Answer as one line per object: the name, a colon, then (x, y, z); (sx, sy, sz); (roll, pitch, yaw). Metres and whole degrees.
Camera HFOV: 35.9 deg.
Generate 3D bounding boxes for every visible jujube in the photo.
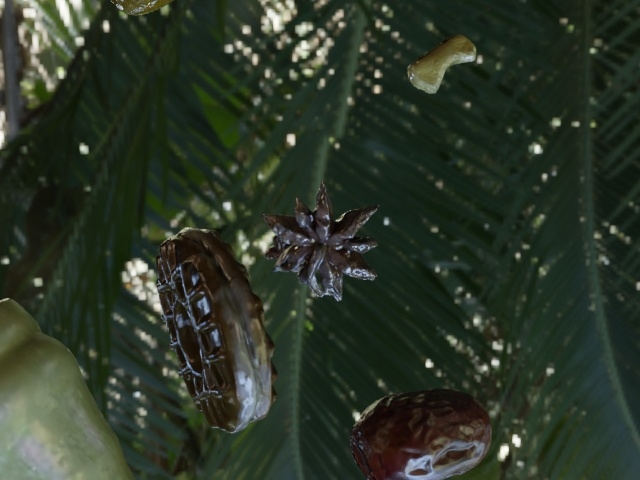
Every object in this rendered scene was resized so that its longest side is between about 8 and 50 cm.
jujube: (0.173, 0.341, 1.720); (0.243, 0.183, 0.183); (-15, -159, -21)

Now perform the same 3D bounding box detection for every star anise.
star anise: (-0.069, 0.014, 2.259); (0.097, 0.191, 0.070); (42, -131, 10)
star anise: (0.000, 0.000, 1.480); (0.195, 0.182, 0.065); (22, -153, 7)

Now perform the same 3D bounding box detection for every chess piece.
chess piece: (-0.238, 0.288, 1.017); (0.442, 0.234, 0.234); (42, -157, 0)

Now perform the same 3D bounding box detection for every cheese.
cheese: (0.136, -0.195, 1.087); (0.083, 0.030, 0.044); (-35, -107, -17)

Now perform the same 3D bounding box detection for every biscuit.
biscuit: (-0.166, 0.142, 1.548); (0.103, 0.332, 0.332); (-16, -158, -22)

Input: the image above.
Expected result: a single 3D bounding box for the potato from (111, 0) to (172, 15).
potato: (-0.219, -0.515, 1.639); (0.176, 0.369, 0.195); (21, -147, -56)
